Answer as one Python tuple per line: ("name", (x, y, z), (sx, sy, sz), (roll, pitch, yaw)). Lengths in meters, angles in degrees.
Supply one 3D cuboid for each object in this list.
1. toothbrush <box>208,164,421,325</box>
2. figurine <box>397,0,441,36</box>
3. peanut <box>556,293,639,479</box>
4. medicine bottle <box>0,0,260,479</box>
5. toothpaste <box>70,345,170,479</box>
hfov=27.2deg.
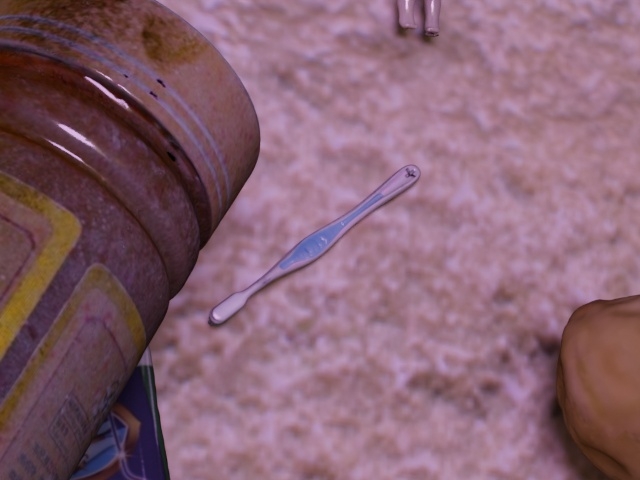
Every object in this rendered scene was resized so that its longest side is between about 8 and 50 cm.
("toothbrush", (0.000, 0.000, 0.737), (0.162, 0.017, 0.014), (-36, 85, -26))
("figurine", (0.059, -0.178, 0.808), (0.064, 0.047, 0.109), (8, 77, -24))
("peanut", (0.276, 0.112, 0.723), (0.319, 0.147, 0.147), (18, 66, -15))
("medicine bottle", (-0.160, 0.042, 0.574), (0.151, 0.151, 0.322), (32, 57, -5))
("toothpaste", (-0.079, 0.221, 0.604), (0.099, 0.061, 0.392), (-14, 71, -14))
